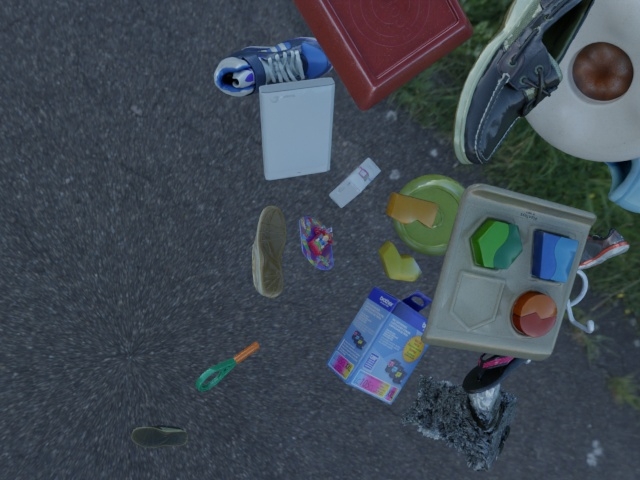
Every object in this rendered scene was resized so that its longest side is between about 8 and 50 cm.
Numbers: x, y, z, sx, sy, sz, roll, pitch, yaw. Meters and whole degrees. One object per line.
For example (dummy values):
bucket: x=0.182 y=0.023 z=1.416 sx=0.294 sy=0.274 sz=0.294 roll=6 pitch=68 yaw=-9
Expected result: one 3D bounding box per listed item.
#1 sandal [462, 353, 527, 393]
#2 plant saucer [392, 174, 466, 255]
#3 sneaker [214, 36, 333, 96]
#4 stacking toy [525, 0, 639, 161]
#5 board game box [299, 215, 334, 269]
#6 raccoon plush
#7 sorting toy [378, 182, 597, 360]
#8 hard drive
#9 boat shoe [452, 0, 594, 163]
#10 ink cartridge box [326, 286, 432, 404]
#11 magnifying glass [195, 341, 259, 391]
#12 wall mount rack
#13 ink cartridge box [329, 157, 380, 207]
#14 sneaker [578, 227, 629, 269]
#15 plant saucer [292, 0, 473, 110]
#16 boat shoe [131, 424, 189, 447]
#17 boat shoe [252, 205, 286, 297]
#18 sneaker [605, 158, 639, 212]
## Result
sandal: x=0.317 y=0.201 z=0.962 sx=0.179 sy=0.067 sz=0.040 roll=-36 pitch=107 yaw=3
plant saucer: x=0.323 y=-0.069 z=1.602 sx=0.241 sy=0.037 sz=0.241 roll=4 pitch=103 yaw=19
sneaker: x=-0.138 y=-0.468 z=1.544 sx=0.322 sy=0.130 sz=0.236 roll=4 pitch=37 yaw=20
stacking toy: x=0.648 y=-0.402 z=1.117 sx=0.480 sy=0.350 sz=0.351 roll=-35 pitch=91 yaw=-33
board game box: x=0.000 y=0.000 z=1.586 sx=0.133 sy=0.033 sz=0.169 roll=24 pitch=48 yaw=-43
raccoon plush: x=0.360 y=0.420 z=1.515 sx=0.216 sy=0.299 sz=0.446 roll=-45 pitch=139 yaw=-33
sorting toy: x=0.216 y=0.045 z=0.733 sx=0.307 sy=0.041 sz=0.229 roll=11 pitch=101 yaw=-19
hard drive: x=-0.066 y=-0.311 z=1.585 sx=0.203 sy=0.307 sz=0.040 roll=-10 pitch=51 yaw=-11
boat shoe: x=0.208 y=-0.175 z=0.561 sx=0.080 sy=0.073 sz=0.224 roll=38 pitch=77 yaw=-52
ink cartridge box: x=0.239 y=0.347 z=1.964 sx=0.270 sy=0.151 sz=0.395 roll=34 pitch=86 yaw=-37
magnifying glass: x=-0.289 y=0.390 z=1.730 sx=0.231 sy=0.092 sz=0.026 roll=-31 pitch=61 yaw=-27
wall mount rack: x=0.575 y=0.141 z=1.441 sx=0.350 sy=0.130 sz=0.304 roll=-23 pitch=109 yaw=-9
ink cartridge box: x=0.089 y=-0.149 z=1.436 sx=0.052 sy=0.088 sz=0.122 roll=48 pitch=47 yaw=-3
sneaker: x=0.588 y=0.020 z=1.201 sx=0.061 sy=0.158 sz=0.065 roll=-6 pitch=69 yaw=-35
plant saucer: x=0.111 y=-0.396 z=0.931 sx=0.259 sy=0.048 sz=0.258 roll=-36 pitch=105 yaw=-5
boat shoe: x=-0.435 y=0.527 z=1.494 sx=0.152 sy=0.049 sz=0.056 roll=16 pitch=85 yaw=-24
boat shoe: x=-0.103 y=0.021 z=1.035 sx=0.063 sy=0.059 sz=0.170 roll=6 pitch=84 yaw=-34
sneaker: x=0.767 y=-0.238 z=1.340 sx=0.150 sy=0.135 sz=0.366 roll=16 pitch=64 yaw=-1
